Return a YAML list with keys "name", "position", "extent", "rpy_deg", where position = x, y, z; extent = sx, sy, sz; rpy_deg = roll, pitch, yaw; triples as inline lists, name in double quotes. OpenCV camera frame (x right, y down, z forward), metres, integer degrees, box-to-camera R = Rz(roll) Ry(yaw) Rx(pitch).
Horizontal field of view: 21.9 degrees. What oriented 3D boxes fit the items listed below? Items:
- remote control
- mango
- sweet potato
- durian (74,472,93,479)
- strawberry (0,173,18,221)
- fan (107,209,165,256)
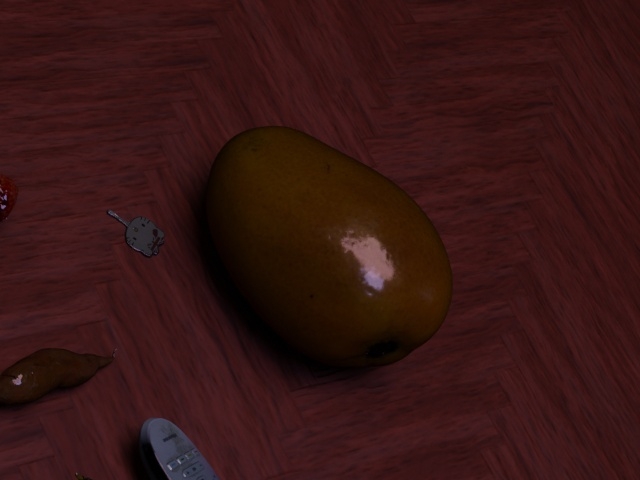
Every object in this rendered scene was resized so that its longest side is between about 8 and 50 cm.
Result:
- name: "remote control"
  position: [-0.129, 0.313, 1.875]
  extent: [0.256, 0.045, 0.097]
  rpy_deg: [55, 24, 9]
- name: "mango"
  position: [0.000, 0.000, 2.108]
  extent: [0.263, 0.221, 0.378]
  rpy_deg: [-22, 61, -40]
- name: "sweet potato"
  position: [-0.301, 0.148, 1.882]
  extent: [0.195, 0.056, 0.056]
  rpy_deg: [-12, 64, -48]
- name: "durian"
  position: [-0.206, 0.339, 1.784]
  extent: [0.186, 0.119, 0.108]
  rpy_deg: [29, 81, 1]
- name: "strawberry"
  position: [-0.390, -0.051, 1.965]
  extent: [0.073, 0.073, 0.083]
  rpy_deg: [55, 20, 13]
- name: "fan"
  position: [-0.235, -0.014, 2.092]
  extent: [0.083, 0.004, 0.056]
  rpy_deg: [34, 44, -10]
